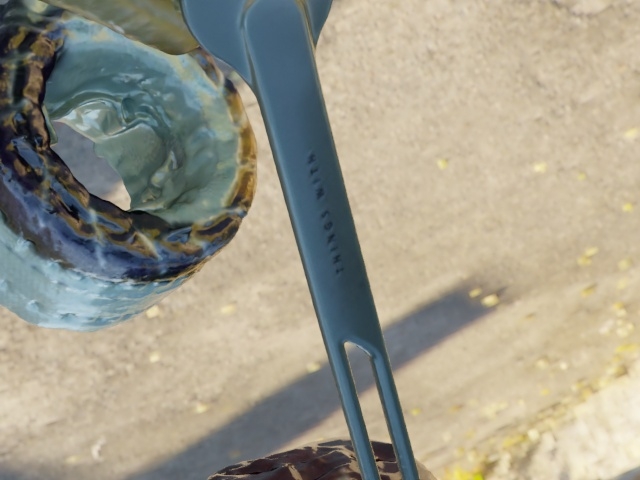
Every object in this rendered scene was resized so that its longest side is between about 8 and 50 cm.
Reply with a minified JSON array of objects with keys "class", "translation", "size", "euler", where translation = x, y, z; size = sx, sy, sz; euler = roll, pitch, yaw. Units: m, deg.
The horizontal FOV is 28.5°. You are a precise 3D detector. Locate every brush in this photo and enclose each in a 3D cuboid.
[{"class":"brush","translation":[0.000,0.000,0.499],"size":[0.062,0.266,0.027],"euler":[-22,-160,-19]}]

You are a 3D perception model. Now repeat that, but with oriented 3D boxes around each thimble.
[{"class":"thimble","translation":[-0.172,-0.061,0.928],"size":[0.237,0.237,0.150],"euler":[2,154,-40]}]

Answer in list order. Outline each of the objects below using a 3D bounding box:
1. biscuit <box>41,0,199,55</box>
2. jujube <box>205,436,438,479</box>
[{"class":"biscuit","translation":[-0.173,-0.223,0.656],"size":[0.062,0.237,0.290],"euler":[-33,159,19]},{"class":"jujube","translation":[-0.016,0.301,1.128],"size":[0.258,0.258,0.376],"euler":[-36,158,28]}]
